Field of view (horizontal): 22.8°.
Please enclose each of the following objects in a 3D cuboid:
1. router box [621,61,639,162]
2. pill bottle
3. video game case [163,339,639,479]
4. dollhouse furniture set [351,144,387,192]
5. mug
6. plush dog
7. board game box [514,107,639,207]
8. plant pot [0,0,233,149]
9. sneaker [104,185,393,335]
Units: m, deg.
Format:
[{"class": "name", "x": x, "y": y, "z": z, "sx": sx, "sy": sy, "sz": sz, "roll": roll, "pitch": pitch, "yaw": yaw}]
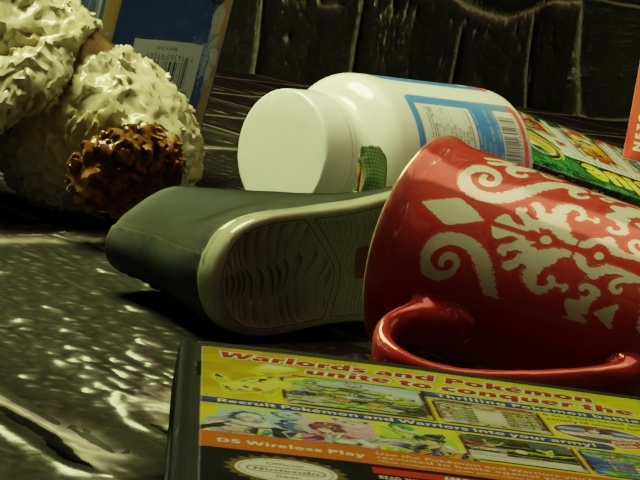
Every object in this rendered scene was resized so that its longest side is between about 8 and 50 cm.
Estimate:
[{"class": "router box", "x": 0.429, "y": -0.075, "z": 1.216, "sx": 0.301, "sy": 0.082, "sz": 0.335, "roll": 14, "pitch": 10, "yaw": 27}, {"class": "pill bottle", "x": 0.048, "y": -0.062, "z": 1.191, "sx": 0.221, "sy": 0.124, "sz": 0.124, "roll": 1, "pitch": 12, "yaw": -45}, {"class": "video game case", "x": 0.085, "y": 0.092, "z": 0.520, "sx": 0.275, "sy": 0.035, "sz": 0.248, "roll": 8, "pitch": 9, "yaw": -5}, {"class": "dollhouse furniture set", "x": 0.047, "y": -0.012, "z": 0.982, "sx": 0.059, "sy": 0.076, "sz": 0.151, "roll": 6, "pitch": -3, "yaw": 0}, {"class": "mug", "x": 0.112, "y": 0.040, "z": 0.755, "sx": 0.169, "sy": 0.150, "sz": 0.113, "roll": 18, "pitch": -25, "yaw": 25}, {"class": "plush dog", "x": -0.178, "y": -0.097, "z": 1.055, "sx": 0.225, "sy": 0.210, "sz": 0.262, "roll": 32, "pitch": 5, "yaw": -8}, {"class": "board game box", "x": 0.255, "y": -0.063, "z": 1.473, "sx": 0.260, "sy": 0.030, "sz": 0.136, "roll": 15, "pitch": 27, "yaw": -34}, {"class": "plant pot", "x": -0.211, "y": -0.171, "z": 1.303, "sx": 0.212, "sy": 0.236, "sz": 0.236, "roll": 22, "pitch": 14, "yaw": 29}, {"class": "sneaker", "x": 0.000, "y": 0.000, "z": 0.865, "sx": 0.222, "sy": 0.083, "sz": 0.118, "roll": 1, "pitch": 11, "yaw": -40}]
